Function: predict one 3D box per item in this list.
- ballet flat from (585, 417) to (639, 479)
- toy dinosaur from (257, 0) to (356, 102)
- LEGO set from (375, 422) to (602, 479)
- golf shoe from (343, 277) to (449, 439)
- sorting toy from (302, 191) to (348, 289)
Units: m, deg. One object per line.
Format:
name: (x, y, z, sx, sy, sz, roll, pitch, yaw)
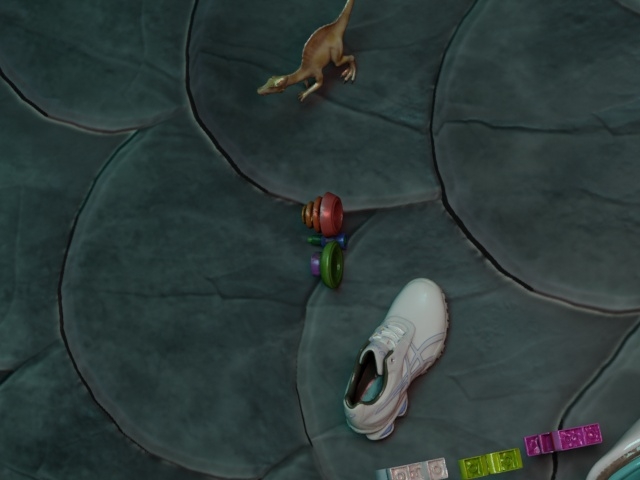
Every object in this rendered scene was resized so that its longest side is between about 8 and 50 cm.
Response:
ballet flat: (0.425, 0.142, 1.550, 0.400, 0.139, 0.139, -20, 65, 4)
toy dinosaur: (0.010, -0.211, 1.820, 0.053, 0.092, 0.183, 34, 82, 25)
LEGO set: (0.152, 0.237, 1.579, 0.227, 0.093, 0.087, -7, 81, -26)
golf shoe: (0.075, 0.111, 1.680, 0.069, 0.086, 0.176, 16, 74, 24)
sorting toy: (0.000, 0.000, 1.760, 0.042, 0.061, 0.102, 1, 88, 19)
